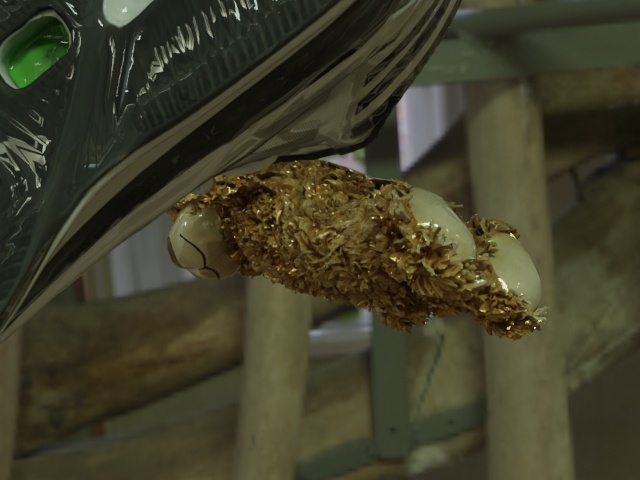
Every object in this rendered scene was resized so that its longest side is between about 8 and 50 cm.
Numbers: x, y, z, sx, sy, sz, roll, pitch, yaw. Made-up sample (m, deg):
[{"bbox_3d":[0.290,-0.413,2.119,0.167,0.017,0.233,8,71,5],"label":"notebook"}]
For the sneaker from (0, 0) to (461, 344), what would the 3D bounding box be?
[{"bbox_3d":[-0.107,-0.026,0.597,0.448,0.169,0.257,-34,-16,11],"label":"sneaker"}]

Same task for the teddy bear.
[{"bbox_3d":[0.000,0.000,0.926,0.338,0.113,0.245,19,-2,25],"label":"teddy bear"}]
